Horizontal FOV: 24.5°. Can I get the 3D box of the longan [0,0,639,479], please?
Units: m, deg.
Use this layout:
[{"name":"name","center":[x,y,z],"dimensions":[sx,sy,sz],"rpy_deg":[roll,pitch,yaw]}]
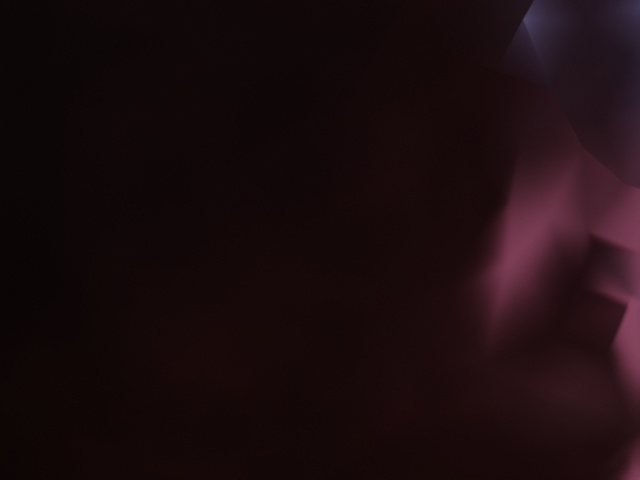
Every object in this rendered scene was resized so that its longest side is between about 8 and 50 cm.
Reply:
[{"name":"longan","center":[0.008,-0.001,0.599],"dimensions":[0.404,0.404,0.436],"rpy_deg":[-24,128,-58]}]
